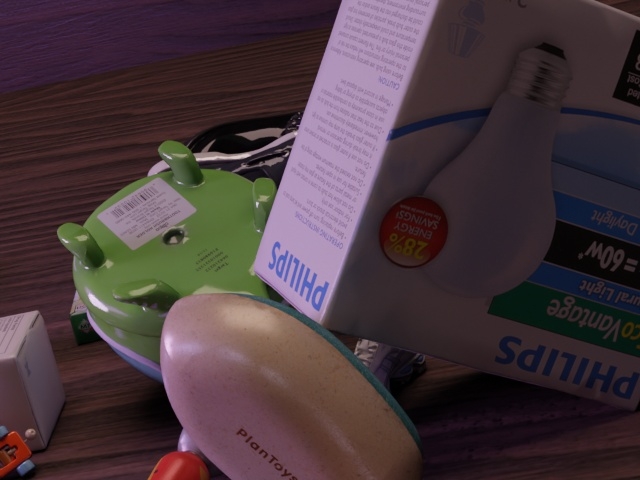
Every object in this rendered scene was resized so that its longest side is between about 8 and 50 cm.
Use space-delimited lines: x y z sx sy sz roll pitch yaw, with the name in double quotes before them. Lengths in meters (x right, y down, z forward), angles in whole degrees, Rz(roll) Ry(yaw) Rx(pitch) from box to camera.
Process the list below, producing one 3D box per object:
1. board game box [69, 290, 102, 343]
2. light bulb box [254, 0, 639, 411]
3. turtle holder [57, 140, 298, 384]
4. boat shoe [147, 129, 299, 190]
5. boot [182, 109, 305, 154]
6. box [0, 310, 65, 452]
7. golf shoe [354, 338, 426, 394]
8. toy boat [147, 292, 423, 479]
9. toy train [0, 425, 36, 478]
"board game box" -0.172 0.049 2.121 0.317 0.046 0.213 -13 19 1
"light bulb box" 0.174 -0.067 1.520 0.357 0.361 0.225 15 9 -22
"turtle holder" -0.113 0.057 1.730 0.320 0.227 0.243 9 48 25
"boat shoe" -0.071 -0.069 2.164 0.340 0.127 0.113 -6 47 -1
"boot" -0.035 -0.143 2.388 0.348 0.131 0.260 -23 10 -29
"box" -0.464 0.186 1.791 0.311 0.121 0.148 -11 18 6
"golf shoe" 0.049 0.131 1.659 0.069 0.086 0.176 -1 23 28
"toy boat" -0.060 0.167 1.436 0.318 0.267 0.148 -38 9 44
"toy train" -0.391 0.208 1.694 0.125 0.166 0.046 -41 -5 -12
